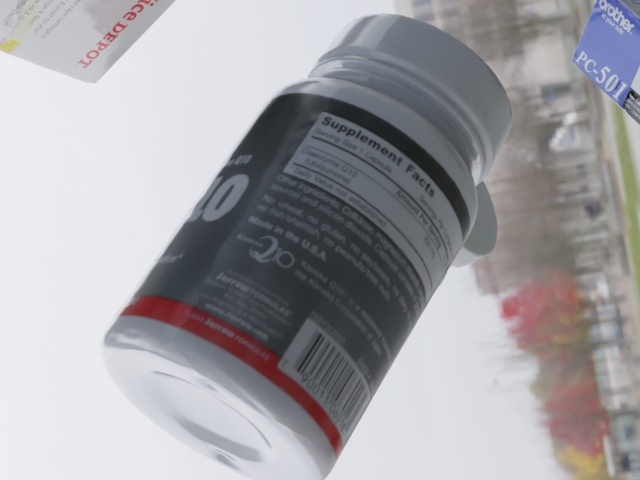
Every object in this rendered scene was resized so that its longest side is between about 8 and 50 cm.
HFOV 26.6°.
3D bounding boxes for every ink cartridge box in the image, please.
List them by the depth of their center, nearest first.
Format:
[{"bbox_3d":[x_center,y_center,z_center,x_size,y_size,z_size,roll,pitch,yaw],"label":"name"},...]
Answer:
[{"bbox_3d":[-0.240,-0.268,1.093,0.233,0.171,0.168,19,-134,-41],"label":"ink cartridge box"},{"bbox_3d":[0.351,-0.171,1.402,0.207,0.046,0.097,55,141,39],"label":"ink cartridge box"}]

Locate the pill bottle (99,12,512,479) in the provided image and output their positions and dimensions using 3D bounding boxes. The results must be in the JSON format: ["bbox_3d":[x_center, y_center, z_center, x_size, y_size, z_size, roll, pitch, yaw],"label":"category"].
[{"bbox_3d":[0.000,0.000,0.865,0.283,0.161,0.161,-57,-33,-26],"label":"pill bottle"}]

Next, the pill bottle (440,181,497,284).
[{"bbox_3d":[0.038,0.006,1.451,0.162,0.278,0.162,35,-137,-40],"label":"pill bottle"}]
